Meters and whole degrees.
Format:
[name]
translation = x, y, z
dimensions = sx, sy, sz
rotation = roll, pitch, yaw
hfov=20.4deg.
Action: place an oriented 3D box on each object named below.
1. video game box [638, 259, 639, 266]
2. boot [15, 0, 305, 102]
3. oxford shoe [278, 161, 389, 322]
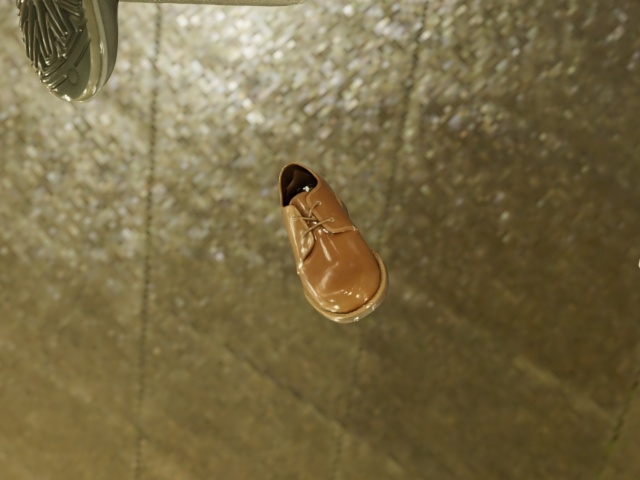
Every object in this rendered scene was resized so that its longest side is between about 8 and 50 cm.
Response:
[video game box]
translation = 0.275, -0.050, 0.855
dimensions = 0.205, 0.187, 0.048
rotation = 15, 157, 8
[boot]
translation = -0.099, -0.167, 1.173
dimensions = 0.076, 0.208, 0.189
rotation = -39, 58, 40
[oxford shoe]
translation = 0.000, 0.000, 1.592
dimensions = 0.076, 0.076, 0.212
rotation = 56, -178, -35
